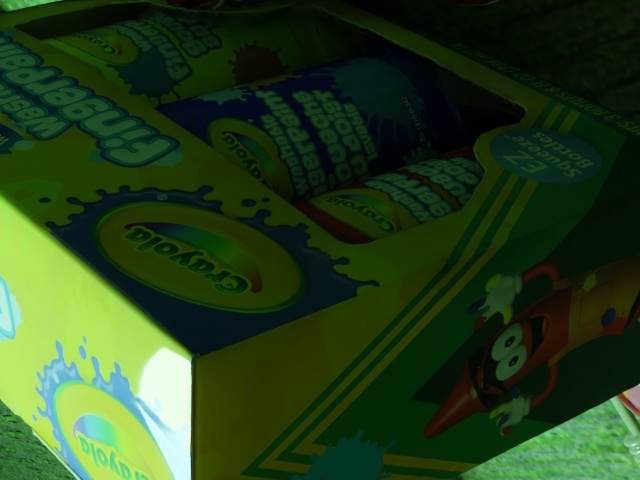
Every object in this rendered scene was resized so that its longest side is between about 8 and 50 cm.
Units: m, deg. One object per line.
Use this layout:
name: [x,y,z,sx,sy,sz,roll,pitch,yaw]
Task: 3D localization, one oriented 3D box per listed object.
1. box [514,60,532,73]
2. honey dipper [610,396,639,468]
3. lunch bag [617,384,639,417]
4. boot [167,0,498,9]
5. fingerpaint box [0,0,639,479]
box: [0.137,-0.074,1.010,0.083,0.062,0.052,54,147,-11]
honey dipper: [0.237,0.123,1.143,0.160,0.030,0.030,56,146,-9]
lunch bag: [0.340,0.107,0.915,0.293,0.120,0.258,36,145,9]
boot: [-0.004,-0.188,0.946,0.244,0.176,0.088,25,140,27]
fingerpaint box: [-0.050,-0.026,0.892,0.445,0.371,0.163,34,132,43]
